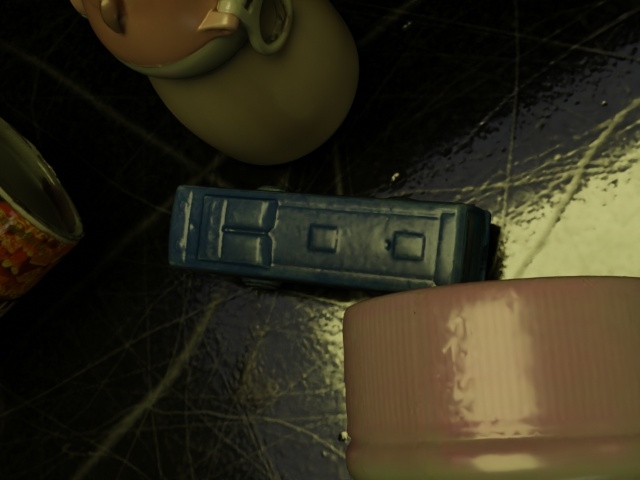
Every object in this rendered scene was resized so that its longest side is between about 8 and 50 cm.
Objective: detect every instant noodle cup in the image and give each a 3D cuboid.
[{"bbox_3d":[-0.313,-0.013,0.666,0.174,0.213,0.213,-38,68,1],"label":"instant noodle cup"}]

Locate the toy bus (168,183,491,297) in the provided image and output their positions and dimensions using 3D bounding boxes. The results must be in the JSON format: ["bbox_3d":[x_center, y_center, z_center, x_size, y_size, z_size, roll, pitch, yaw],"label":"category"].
[{"bbox_3d":[0.000,-0.003,0.590,0.236,0.094,0.079,5,81,22],"label":"toy bus"}]

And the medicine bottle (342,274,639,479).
[{"bbox_3d":[0.116,0.187,0.447,0.202,0.202,0.316,-8,76,20],"label":"medicine bottle"}]

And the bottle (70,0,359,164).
[{"bbox_3d":[-0.075,-0.152,0.573,0.147,0.236,0.148,-5,78,21],"label":"bottle"}]
